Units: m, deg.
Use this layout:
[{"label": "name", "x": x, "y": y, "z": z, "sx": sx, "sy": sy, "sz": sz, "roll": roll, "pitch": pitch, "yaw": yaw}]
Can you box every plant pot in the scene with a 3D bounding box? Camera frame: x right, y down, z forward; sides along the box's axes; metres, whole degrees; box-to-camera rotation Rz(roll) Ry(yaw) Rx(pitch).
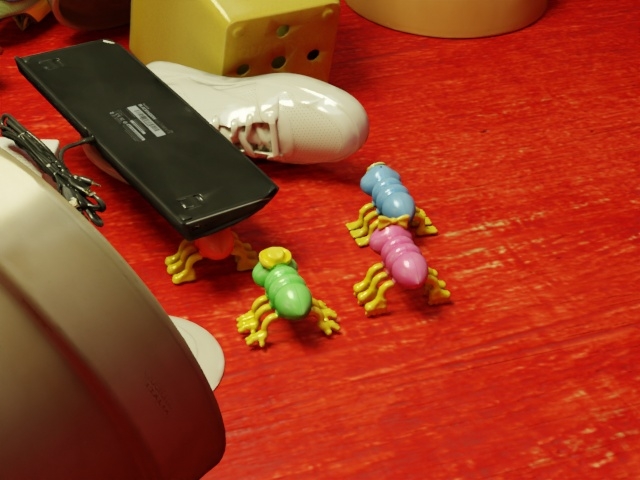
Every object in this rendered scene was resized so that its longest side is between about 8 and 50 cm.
[{"label": "plant pot", "x": -0.271, "y": 0.129, "z": 0.867, "sx": 0.323, "sy": 0.323, "sz": 0.280, "roll": 28, "pitch": 58, "yaw": 32}, {"label": "plant pot", "x": 0.173, "y": -0.426, "z": 1.739, "sx": 0.290, "sy": 0.204, "sz": 0.291, "roll": 1, "pitch": 35, "yaw": 0}, {"label": "plant pot", "x": -0.088, "y": -0.262, "z": 1.505, "sx": 0.212, "sy": 0.212, "sz": 0.187, "roll": -15, "pitch": 52, "yaw": -23}, {"label": "plant pot", "x": -0.240, "y": -0.369, "z": 1.587, "sx": 0.237, "sy": 0.237, "sz": 0.110, "roll": -20, "pitch": 76, "yaw": -28}]

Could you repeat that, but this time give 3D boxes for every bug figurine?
[{"label": "bug figurine", "x": 0.000, "y": 0.000, "z": 1.230, "sx": 0.279, "sy": 0.072, "sz": 0.216, "roll": -12, "pitch": 37, "yaw": -19}]

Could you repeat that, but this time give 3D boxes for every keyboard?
[{"label": "keyboard", "x": -0.203, "y": -0.096, "z": 1.245, "sx": 0.201, "sy": 0.033, "sz": 0.317, "roll": -19, "pitch": 46, "yaw": -35}]

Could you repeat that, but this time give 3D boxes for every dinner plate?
[{"label": "dinner plate", "x": -0.154, "y": 0.103, "z": 1.123, "sx": 0.141, "sy": 0.017, "sz": 0.141, "roll": 1, "pitch": 36, "yaw": -1}]

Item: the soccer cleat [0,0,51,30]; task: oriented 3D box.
[{"label": "soccer cleat", "x": -0.360, "y": -0.334, "z": 1.671, "sx": 0.093, "sy": 0.121, "sz": 0.289, "roll": 25, "pitch": 19, "yaw": 12}]

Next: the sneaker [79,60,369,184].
[{"label": "sneaker", "x": -0.108, "y": -0.102, "z": 1.354, "sx": 0.292, "sy": 0.108, "sz": 0.169, "roll": 9, "pitch": 37, "yaw": 25}]

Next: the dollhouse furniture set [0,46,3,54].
[{"label": "dollhouse furniture set", "x": -0.535, "y": -0.327, "z": 1.524, "sx": 0.374, "sy": 0.152, "sz": 0.201, "roll": 34, "pitch": 8, "yaw": 38}]

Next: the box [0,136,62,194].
[{"label": "box", "x": -0.325, "y": -0.020, "z": 1.222, "sx": 0.130, "sy": 0.091, "sz": 0.170, "roll": 4, "pitch": 35, "yaw": 3}]
